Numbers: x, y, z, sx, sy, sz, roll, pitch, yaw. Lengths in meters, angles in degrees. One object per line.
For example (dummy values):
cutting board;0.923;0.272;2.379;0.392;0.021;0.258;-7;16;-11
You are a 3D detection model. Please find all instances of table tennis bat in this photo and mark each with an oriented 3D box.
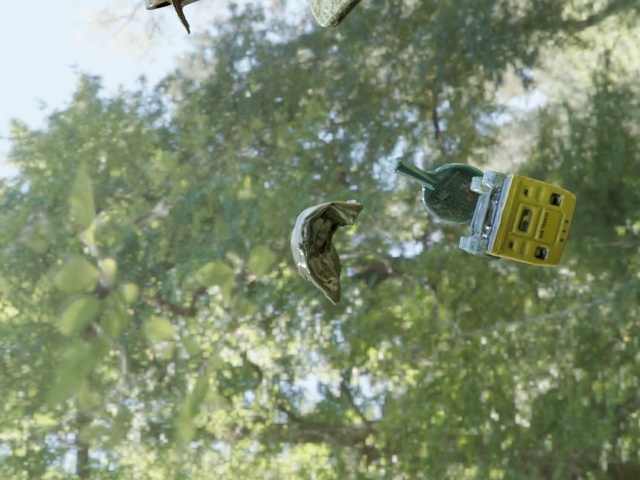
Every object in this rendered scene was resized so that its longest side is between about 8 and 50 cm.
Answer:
table tennis bat;0.216;-0.099;1.711;0.201;0.124;0.033;24;-150;-15

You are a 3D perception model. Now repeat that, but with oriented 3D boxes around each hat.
hat;0.000;0.000;1.317;0.175;0.085;0.147;-96;17;-77

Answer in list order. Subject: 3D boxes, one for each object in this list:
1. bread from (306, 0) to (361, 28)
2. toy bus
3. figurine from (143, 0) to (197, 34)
bread;0.091;-0.525;1.757;0.198;0.263;0.236;19;-143;-40
toy bus;0.277;-0.029;1.364;0.335;0.123;0.121;-10;-66;-85
figurine;-0.150;-0.260;0.853;0.098;0.082;0.154;-24;-78;-21
